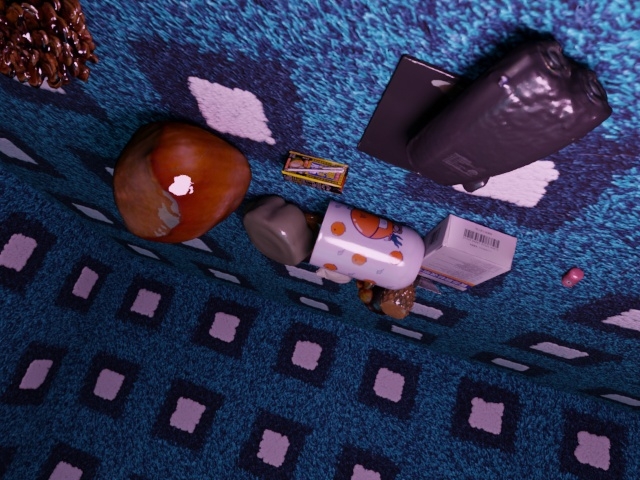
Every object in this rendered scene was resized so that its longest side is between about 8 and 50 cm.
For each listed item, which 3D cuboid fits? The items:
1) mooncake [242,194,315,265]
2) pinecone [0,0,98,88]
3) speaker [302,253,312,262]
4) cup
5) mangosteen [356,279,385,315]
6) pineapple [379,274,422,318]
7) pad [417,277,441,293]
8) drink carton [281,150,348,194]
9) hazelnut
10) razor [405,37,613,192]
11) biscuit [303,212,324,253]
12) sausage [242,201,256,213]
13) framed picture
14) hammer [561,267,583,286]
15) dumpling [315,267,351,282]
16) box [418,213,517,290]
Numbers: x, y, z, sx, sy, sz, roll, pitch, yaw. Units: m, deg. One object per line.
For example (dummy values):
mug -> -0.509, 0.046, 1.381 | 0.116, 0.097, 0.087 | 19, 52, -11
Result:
mooncake -> -0.141, -0.031, 1.447 | 0.275, 0.135, 0.275 | 30, 149, 20
pinecone -> -0.577, -0.411, 0.839 | 0.222, 0.221, 0.221 | 17, 160, 6
speaker -> -0.015, 0.058, 1.731 | 0.218, 0.082, 0.044 | 9, 157, 30
cup -> 0.146, 0.023, 1.302 | 0.318, 0.212, 0.212 | 19, 160, -1
mangosteen -> 0.248, 0.202, 1.699 | 0.210, 0.209, 0.210 | 17, 160, 6
pineapple -> 0.295, 0.142, 1.425 | 0.125, 0.251, 0.125 | 24, 151, 14
pad -> 0.365, 0.152, 1.585 | 0.157, 0.004, 0.232 | 19, -172, 1
drink carton -> -0.014, -0.181, 1.116 | 0.166, 0.071, 0.056 | 15, 163, 9
hazelnut -> -0.381, -0.161, 1.160 | 0.366, 0.365, 0.366 | 17, 160, 6
razor -> 0.294, -0.189, 0.721 | 0.189, 0.107, 0.327 | 25, 160, -14
biscuit -> -0.001, 0.002, 1.567 | 0.262, 0.052, 0.277 | 25, 153, -11
sausage -> -0.192, -0.054, 1.635 | 0.066, 0.065, 0.301 | 5, 154, 34
framed picture -> 0.226, -0.224, 0.866 | 0.244, 0.013, 0.324 | 20, 160, -4
hammer -> 0.737, 0.110, 1.226 | 0.043, 0.043, 0.083 | 15, 159, 13
dumpling -> 0.082, 0.118, 1.770 | 0.199, 0.118, 0.136 | -5, 148, -13
box -> 0.415, 0.046, 1.266 | 0.200, 0.106, 0.299 | 20, 162, -1
